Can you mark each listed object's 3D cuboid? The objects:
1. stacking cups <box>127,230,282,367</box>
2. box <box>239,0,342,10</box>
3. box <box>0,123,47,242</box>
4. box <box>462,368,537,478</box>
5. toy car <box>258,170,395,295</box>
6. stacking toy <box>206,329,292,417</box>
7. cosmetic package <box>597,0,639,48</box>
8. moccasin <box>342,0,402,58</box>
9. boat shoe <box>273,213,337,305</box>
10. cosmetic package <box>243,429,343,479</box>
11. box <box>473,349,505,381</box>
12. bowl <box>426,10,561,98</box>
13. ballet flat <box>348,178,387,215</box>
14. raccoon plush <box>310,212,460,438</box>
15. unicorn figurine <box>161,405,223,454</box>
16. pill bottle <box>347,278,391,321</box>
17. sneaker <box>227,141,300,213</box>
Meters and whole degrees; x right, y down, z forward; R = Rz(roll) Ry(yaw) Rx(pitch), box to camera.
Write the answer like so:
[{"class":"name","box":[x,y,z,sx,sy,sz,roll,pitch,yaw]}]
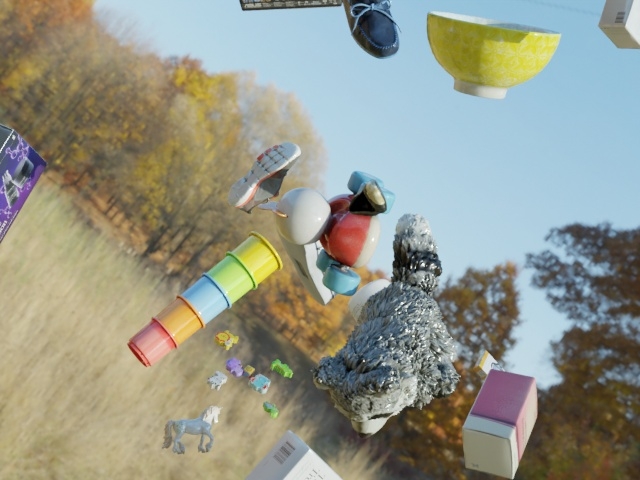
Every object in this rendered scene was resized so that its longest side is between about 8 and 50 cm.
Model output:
[{"class":"stacking cups","box":[-0.213,0.118,1.508,0.096,0.316,0.096,40,-21,19]},{"class":"box","box":[-0.087,-0.678,2.018,0.270,0.060,0.216,0,-32,11]},{"class":"box","box":[-0.663,-0.088,1.565,0.103,0.261,0.184,23,-13,11]},{"class":"box","box":[0.462,0.465,2.069,0.127,0.232,0.148,8,-54,28]},{"class":"toy car","box":[-0.009,-0.044,1.606,0.238,0.219,0.210,20,14,-13]},{"class":"stacking toy","box":[-0.186,0.346,2.062,0.221,0.052,0.167,28,-54,16]},{"class":"cosmetic package","box":[0.586,-0.483,1.488,0.060,0.239,0.099,15,-5,46]},{"class":"moccasin","box":[0.120,-0.655,2.264,0.117,0.138,0.342,89,-23,-61]},{"class":"boat shoe","box":[0.006,0.005,2.022,0.136,0.156,0.367,36,-22,42]},{"class":"cosmetic package","box":[-0.101,0.649,1.785,0.097,0.377,0.284,29,-18,49]},{"class":"box","box":[0.491,0.383,2.269,0.136,0.028,0.081,49,35,-3]},{"class":"bowl","box":[0.359,-0.394,1.749,0.289,0.156,0.289,7,19,-3]},{"class":"ballet flat","box":[0.082,-0.065,1.389,0.173,0.049,0.057,113,-43,-81]},{"class":"raccoon plush","box":[0.101,0.141,1.523,0.216,0.446,0.299,-16,-21,23]},{"class":"unicorn figurine","box":[-0.294,0.450,1.929,0.162,0.111,0.060,6,-19,-29]},{"class":"pill bottle","box":[0.181,0.224,2.076,0.229,0.131,0.131,56,1,26]},{"class":"sneaker","box":[-0.091,-0.108,1.428,0.065,0.158,0.061,41,14,-44]}]
